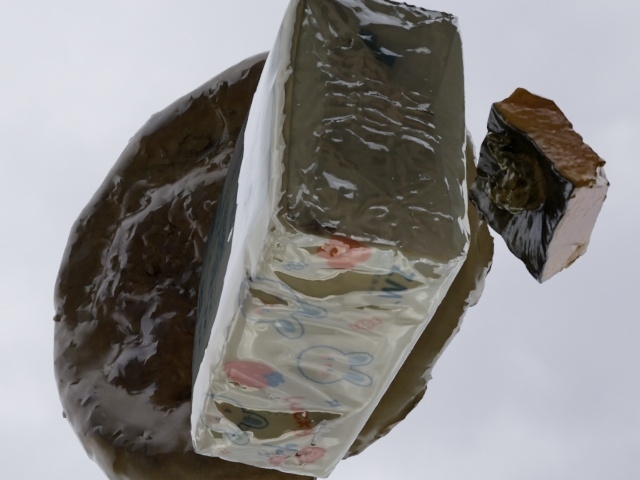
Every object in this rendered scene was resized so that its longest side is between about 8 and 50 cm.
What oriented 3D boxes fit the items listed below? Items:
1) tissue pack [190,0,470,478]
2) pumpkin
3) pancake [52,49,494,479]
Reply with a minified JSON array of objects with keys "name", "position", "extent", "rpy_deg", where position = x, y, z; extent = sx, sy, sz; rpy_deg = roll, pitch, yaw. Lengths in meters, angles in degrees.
[{"name":"tissue pack","position":[0.000,0.000,0.591],"extent":[0.092,0.196,0.148],"rpy_deg":[11,-127,-9]},{"name":"pumpkin","position":[0.115,-0.029,0.688],"extent":[0.054,0.083,0.074],"rpy_deg":[-19,-127,-24]},{"name":"pancake","position":[-0.047,0.016,0.854],"extent":[0.356,0.065,0.356],"rpy_deg":[-14,-118,28]}]
